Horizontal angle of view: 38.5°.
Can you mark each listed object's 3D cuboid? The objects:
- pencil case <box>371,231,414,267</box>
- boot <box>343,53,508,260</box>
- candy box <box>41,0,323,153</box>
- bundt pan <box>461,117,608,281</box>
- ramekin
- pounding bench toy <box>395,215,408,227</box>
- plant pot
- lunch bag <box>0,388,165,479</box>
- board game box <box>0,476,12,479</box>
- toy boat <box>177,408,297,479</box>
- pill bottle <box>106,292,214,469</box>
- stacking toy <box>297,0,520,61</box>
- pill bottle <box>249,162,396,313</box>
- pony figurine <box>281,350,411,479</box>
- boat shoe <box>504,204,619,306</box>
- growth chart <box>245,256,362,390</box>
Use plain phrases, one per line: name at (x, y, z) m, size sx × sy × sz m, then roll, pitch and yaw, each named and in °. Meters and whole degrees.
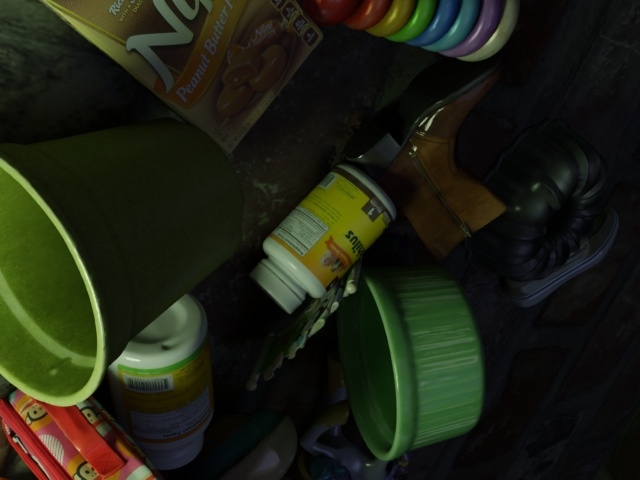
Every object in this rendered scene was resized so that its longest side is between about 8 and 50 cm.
pencil case at (0.135, 0.049, 1.551) m, size 0.070 × 0.064 × 0.151 m, roll -27°, pitch 144°, yaw 2°
boot at (0.212, -0.117, 1.369) m, size 0.264 × 0.096 × 0.280 m, roll -42°, pitch 127°, yaw 6°
candy box at (-0.145, -0.245, 0.963) m, size 0.183 × 0.087 × 0.316 m, roll -52°, pitch 145°, yaw -1°
bundt pan at (0.423, -0.058, 1.733) m, size 0.331 × 0.124 × 0.330 m, roll -28°, pitch 137°, yaw -29°
ramekin at (0.138, 0.178, 1.428) m, size 0.148 × 0.303 × 0.303 m, roll -8°, pitch 130°, yaw -14°
pounding bench toy at (0.155, -0.066, 1.485) m, size 0.065 × 0.052 × 0.083 m, roll -16°, pitch 131°, yaw -40°
plant pot at (-0.224, -0.010, 0.960) m, size 0.254 × 0.276 × 0.276 m, roll -32°, pitch 141°, yaw -44°
lunch bag at (-0.266, 0.282, 1.109) m, size 0.120 × 0.293 × 0.258 m, roll -38°, pitch 138°, yaw -22°
board game box at (-0.356, 0.603, 1.228) m, size 0.356 × 0.356 × 0.356 m, roll -49°, pitch 145°, yaw -6°
toy boat at (-0.176, 0.354, 1.356) m, size 0.318 × 0.148 × 0.267 m, roll -39°, pitch 177°, yaw -40°
pill bottle at (-0.213, 0.192, 1.224) m, size 0.136 × 0.136 × 0.245 m, roll -28°, pitch 138°, yaw -30°
stacking toy at (0.101, -0.309, 1.158) m, size 0.330 × 0.141 × 0.141 m, roll -4°, pitch 123°, yaw -41°
pill bottle at (0.000, 0.000, 1.312) m, size 0.215 × 0.117 × 0.117 m, roll -47°, pitch 144°, yaw -8°
pony figurine at (0.072, 0.413, 1.665) m, size 0.351 × 0.303 × 0.363 m, roll 21°, pitch 110°, yaw -21°
boat shoe at (0.507, 0.021, 1.910) m, size 0.302 × 0.109 × 0.094 m, roll -40°, pitch 141°, yaw -12°
growth chart at (-0.019, 0.115, 1.352) m, size 0.237 × 0.021 × 0.172 m, roll -44°, pitch -169°, yaw 16°
